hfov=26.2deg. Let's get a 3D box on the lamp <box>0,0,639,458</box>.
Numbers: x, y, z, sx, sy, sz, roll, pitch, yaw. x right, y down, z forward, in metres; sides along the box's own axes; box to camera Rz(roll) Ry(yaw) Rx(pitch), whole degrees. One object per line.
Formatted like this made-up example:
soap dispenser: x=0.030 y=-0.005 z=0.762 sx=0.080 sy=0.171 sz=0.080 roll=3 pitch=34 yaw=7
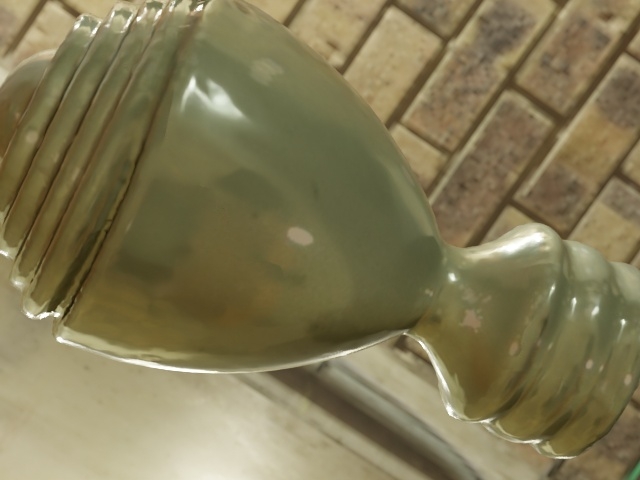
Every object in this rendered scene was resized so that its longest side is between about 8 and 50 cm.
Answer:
lamp: x=0.000 y=0.000 z=0.383 sx=0.106 sy=0.193 sz=0.106 roll=-157 pitch=90 yaw=-80
